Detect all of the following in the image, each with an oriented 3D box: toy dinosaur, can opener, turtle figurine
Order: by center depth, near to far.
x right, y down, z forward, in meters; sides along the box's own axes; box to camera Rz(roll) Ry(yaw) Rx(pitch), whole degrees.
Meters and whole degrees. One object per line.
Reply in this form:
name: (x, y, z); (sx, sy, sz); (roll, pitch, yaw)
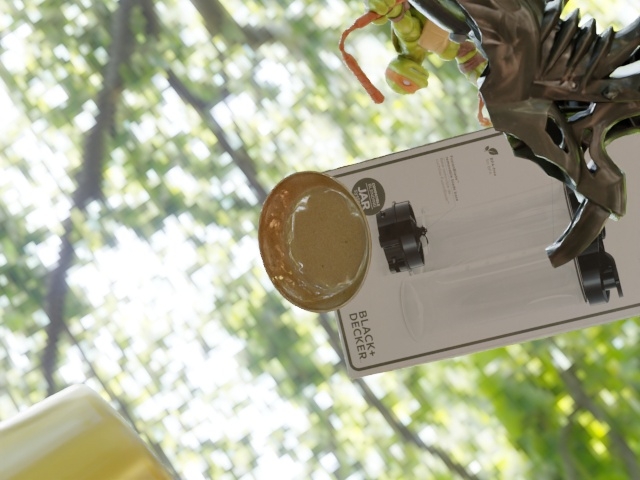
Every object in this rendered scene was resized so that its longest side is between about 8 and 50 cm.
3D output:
toy dinosaur: (0.156, -0.091, 0.669); (0.218, 0.322, 0.164); (-20, -26, 7)
can opener: (0.089, -0.161, 1.306); (0.186, 0.073, 0.059); (-4, -74, -71)
turtle figurine: (0.113, -0.211, 1.760); (0.269, 0.087, 0.217); (21, -83, -51)

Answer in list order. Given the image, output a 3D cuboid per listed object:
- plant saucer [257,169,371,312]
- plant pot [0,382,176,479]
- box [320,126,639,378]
plant saucer: (0.000, 0.000, 1.147); (0.015, 0.083, 0.083); (-12, -42, -51)
plant pot: (-0.191, 0.224, 1.217); (0.239, 0.254, 0.254); (-38, -35, -15)
box: (0.149, -0.005, 1.527); (0.290, 0.169, 0.087); (-15, -3, 16)
